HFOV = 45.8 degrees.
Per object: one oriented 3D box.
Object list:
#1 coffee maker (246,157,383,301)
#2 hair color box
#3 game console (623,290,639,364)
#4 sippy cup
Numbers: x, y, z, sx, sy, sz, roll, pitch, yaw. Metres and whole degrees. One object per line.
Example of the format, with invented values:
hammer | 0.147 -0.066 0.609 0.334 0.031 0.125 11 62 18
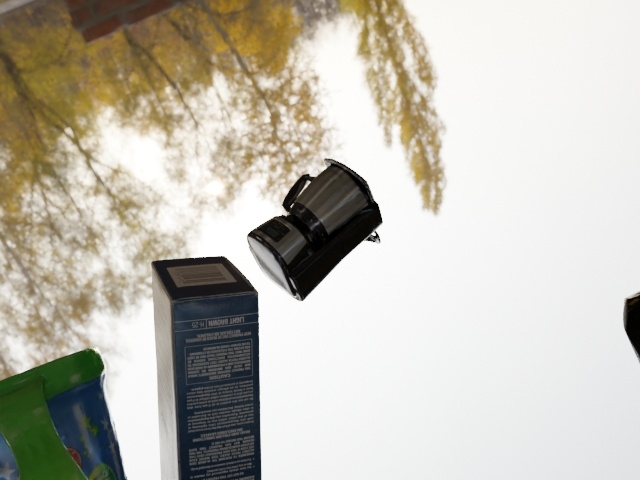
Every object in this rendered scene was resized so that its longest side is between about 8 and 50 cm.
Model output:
coffee maker | 0.000 0.000 1.102 0.178 0.171 0.120 -43 -152 -16
hair color box | -0.143 0.208 0.950 0.105 0.347 0.174 -4 -165 -19
game console | 0.550 0.100 0.907 0.361 0.213 0.044 -24 180 -8
sippy cup | -0.311 0.262 0.817 0.240 0.224 0.305 -24 176 5
